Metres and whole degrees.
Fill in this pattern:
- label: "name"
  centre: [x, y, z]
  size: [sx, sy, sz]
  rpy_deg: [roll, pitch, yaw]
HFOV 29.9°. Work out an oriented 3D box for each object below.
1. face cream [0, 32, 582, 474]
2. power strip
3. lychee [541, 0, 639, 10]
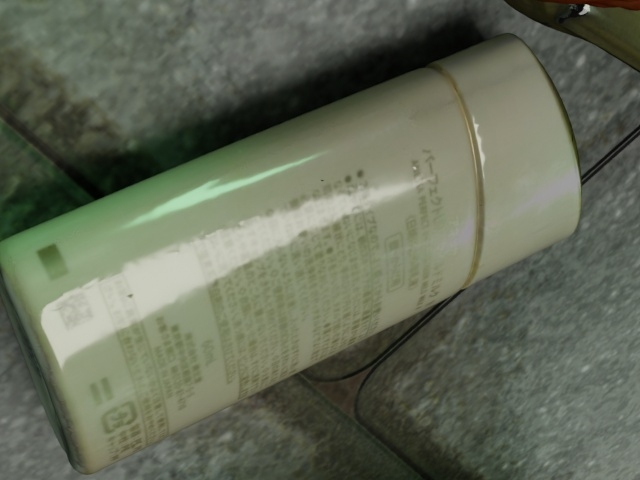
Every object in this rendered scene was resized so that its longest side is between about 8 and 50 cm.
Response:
- label: "face cream"
  centre: [0.000, 0.000, 0.681]
  size: [0.348, 0.081, 0.173]
  rpy_deg: [-25, 137, -18]
- label: "power strip"
  centre: [0.210, -0.121, 0.728]
  size: [0.387, 0.092, 0.066]
  rpy_deg: [18, 111, -46]
- label: "lychee"
  centre: [0.114, -0.216, 0.473]
  size: [0.255, 0.300, 0.255]
  rpy_deg: [-51, 169, -14]
